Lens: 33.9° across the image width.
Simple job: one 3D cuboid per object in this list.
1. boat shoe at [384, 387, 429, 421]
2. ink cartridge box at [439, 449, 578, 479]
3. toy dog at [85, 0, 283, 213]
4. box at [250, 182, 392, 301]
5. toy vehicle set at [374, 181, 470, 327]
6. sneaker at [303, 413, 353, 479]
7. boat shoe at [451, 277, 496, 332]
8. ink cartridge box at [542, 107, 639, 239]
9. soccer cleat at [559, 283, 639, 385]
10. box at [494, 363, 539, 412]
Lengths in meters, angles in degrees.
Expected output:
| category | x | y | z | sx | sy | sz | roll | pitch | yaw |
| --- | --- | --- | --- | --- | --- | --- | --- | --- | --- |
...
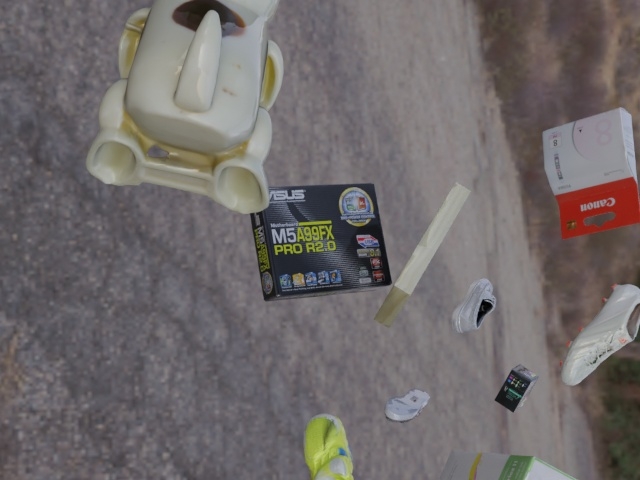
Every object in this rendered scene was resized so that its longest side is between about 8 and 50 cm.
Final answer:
| category | x | y | z | sx | sy | sz | roll | pitch | yaw |
| --- | --- | --- | --- | --- | --- | --- | --- | --- | --- |
| boat shoe | 0.142 | 0.283 | 1.747 | 0.142 | 0.049 | 0.040 | -10 | 126 | -62 |
| ink cartridge box | 0.323 | 0.444 | 1.747 | 0.119 | 0.207 | 0.353 | -64 | -166 | -17 |
| toy dog | -0.189 | -0.306 | 1.584 | 0.395 | 0.284 | 0.408 | 91 | 7 | -65 |
| box | 0.000 | 0.000 | 2.074 | 0.060 | 0.270 | 0.216 | -24 | -107 | 57 |
| toy vehicle set | 0.195 | 0.029 | 2.017 | 0.267 | 0.035 | 0.166 | -57 | 175 | -29 |
| sneaker | 0.026 | 0.416 | 1.754 | 0.126 | 0.091 | 0.240 | 52 | 35 | -63 |
| boat shoe | 0.331 | 0.134 | 2.178 | 0.184 | 0.063 | 0.066 | -35 | 122 | -55 |
| ink cartridge box | 0.554 | -0.136 | 2.154 | 0.066 | 0.189 | 0.233 | 19 | 65 | -43 |
| soccer cleat | 0.462 | 0.159 | 1.700 | 0.196 | 0.076 | 0.068 | -55 | 138 | 2 |
| box | 0.424 | 0.319 | 2.264 | 0.062 | 0.052 | 0.083 | -9 | 127 | -62 |
